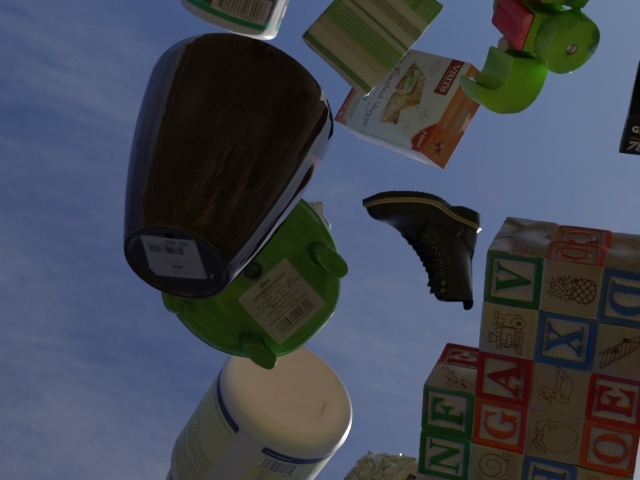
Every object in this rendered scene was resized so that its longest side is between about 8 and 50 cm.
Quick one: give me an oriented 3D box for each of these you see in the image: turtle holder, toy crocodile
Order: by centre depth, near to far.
[{"bbox_3d":[0.246,-0.282,0.880,0.105,0.340,0.115,0,-138,-30],"label":"toy crocodile"},{"bbox_3d":[-0.131,0.022,1.233,0.320,0.243,0.227,18,-176,-10],"label":"turtle holder"}]

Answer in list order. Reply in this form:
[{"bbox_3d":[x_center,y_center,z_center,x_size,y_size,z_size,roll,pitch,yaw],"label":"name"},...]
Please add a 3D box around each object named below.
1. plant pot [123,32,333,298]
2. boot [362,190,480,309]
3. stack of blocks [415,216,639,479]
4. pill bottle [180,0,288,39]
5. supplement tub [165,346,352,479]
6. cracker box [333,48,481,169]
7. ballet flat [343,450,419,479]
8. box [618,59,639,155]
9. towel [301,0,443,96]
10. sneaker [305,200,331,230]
[{"bbox_3d":[-0.115,-0.061,0.910,0.215,0.215,0.230,26,-132,-11],"label":"plant pot"},{"bbox_3d":[0.143,0.014,1.183,0.198,0.077,0.137,11,-106,-31],"label":"boot"},{"bbox_3d":[0.176,0.136,0.726,0.171,0.297,0.087,9,-157,19],"label":"stack of blocks"},{"bbox_3d":[-0.121,-0.589,1.676,0.204,0.361,0.204,20,-159,-8],"label":"pill bottle"},{"bbox_3d":[-0.116,0.351,1.500,0.235,0.325,0.235,23,-147,-16],"label":"supplement tub"},{"bbox_3d":[0.142,-0.221,1.398,0.067,0.155,0.232,30,179,-41],"label":"cracker box"},{"bbox_3d":[0.037,0.375,0.999,0.147,0.147,0.409,39,-143,5],"label":"ballet flat"},{"bbox_3d":[0.659,-0.202,1.442,0.293,0.073,0.295,15,-147,16],"label":"box"},{"bbox_3d":[0.066,-0.273,1.104,0.113,0.152,0.023,42,-178,-6],"label":"towel"},{"bbox_3d":[0.000,0.000,1.931,0.083,0.071,0.190,-19,-77,-51],"label":"sneaker"}]
